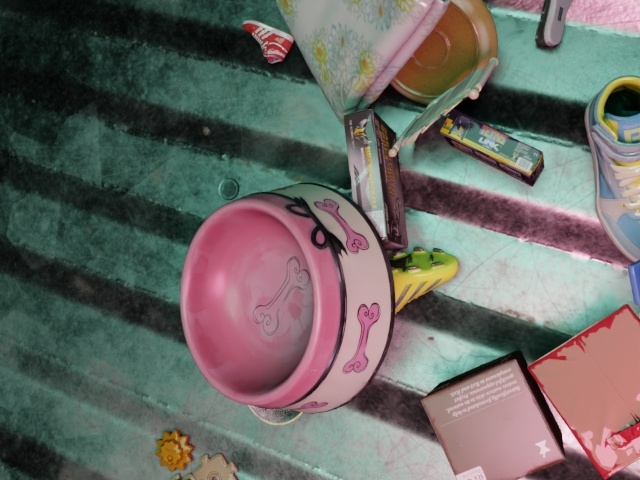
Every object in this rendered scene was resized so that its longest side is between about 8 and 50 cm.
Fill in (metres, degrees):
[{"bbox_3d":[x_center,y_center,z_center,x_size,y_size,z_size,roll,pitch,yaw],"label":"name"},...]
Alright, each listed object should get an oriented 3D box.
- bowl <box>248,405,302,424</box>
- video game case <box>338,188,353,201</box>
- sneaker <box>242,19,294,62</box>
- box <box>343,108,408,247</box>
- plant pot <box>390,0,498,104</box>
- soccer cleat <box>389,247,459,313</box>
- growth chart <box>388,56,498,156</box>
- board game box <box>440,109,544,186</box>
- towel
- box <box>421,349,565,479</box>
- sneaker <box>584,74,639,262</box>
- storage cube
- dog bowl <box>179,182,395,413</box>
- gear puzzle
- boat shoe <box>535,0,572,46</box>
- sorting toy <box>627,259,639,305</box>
[{"bbox_3d":[-0.062,0.262,1.318,0.170,0.080,0.170,-6,79,33],"label":"bowl"},{"bbox_3d":[0.000,0.000,1.309,0.183,0.023,0.201,-7,59,24],"label":"video game case"},{"bbox_3d":[-0.118,-0.406,1.416,0.118,0.042,0.067,24,90,16],"label":"sneaker"},{"bbox_3d":[0.104,-0.101,1.248,0.056,0.183,0.231,-8,83,18],"label":"box"},{"bbox_3d":[0.198,-0.349,1.244,0.236,0.032,0.236,16,128,22],"label":"plant pot"},{"bbox_3d":[0.124,0.101,1.290,0.289,0.093,0.121,-20,110,11],"label":"soccer cleat"},{"bbox_3d":[0.206,-0.225,1.183,0.021,0.172,0.237,46,141,-9],"label":"growth chart"},{"bbox_3d":[0.304,-0.160,1.208,0.170,0.141,0.048,30,97,17],"label":"board game box"},{"bbox_3d":[0.052,-0.434,1.233,0.090,0.374,0.320,-16,75,-29],"label":"towel"},{"bbox_3d":[0.289,0.294,1.146,0.168,0.203,0.167,-27,78,14],"label":"box"},{"bbox_3d":[0.502,-0.113,1.106,0.127,0.208,0.319,-17,82,15],"label":"sneaker"},{"bbox_3d":[0.465,0.235,1.094,0.184,0.215,0.193,-37,69,13],"label":"storage cube"},{"bbox_3d":[-0.080,0.100,1.181,0.408,0.150,0.408,-2,87,41],"label":"dog bowl"},{"bbox_3d":[-0.226,0.526,1.378,0.175,0.044,0.339,-37,76,12],"label":"gear puzzle"},{"bbox_3d":[0.419,-0.417,1.242,0.040,0.049,0.142,10,83,57],"label":"boat shoe"},{"bbox_3d":[0.589,0.009,1.087,0.348,0.047,0.196,-36,108,-22],"label":"sorting toy"}]
